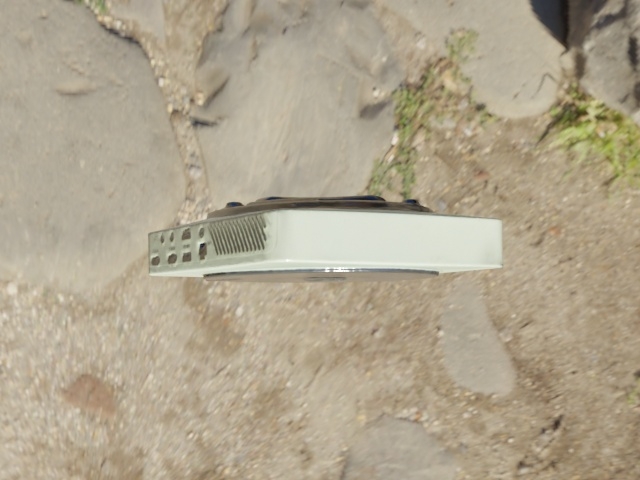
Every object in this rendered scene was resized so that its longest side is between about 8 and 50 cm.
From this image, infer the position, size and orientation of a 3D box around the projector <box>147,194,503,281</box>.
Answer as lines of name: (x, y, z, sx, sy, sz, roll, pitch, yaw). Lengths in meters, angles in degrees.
projector: (0.000, 0.000, 1.032, 0.259, 0.257, 0.079, 1, 85, -34)
